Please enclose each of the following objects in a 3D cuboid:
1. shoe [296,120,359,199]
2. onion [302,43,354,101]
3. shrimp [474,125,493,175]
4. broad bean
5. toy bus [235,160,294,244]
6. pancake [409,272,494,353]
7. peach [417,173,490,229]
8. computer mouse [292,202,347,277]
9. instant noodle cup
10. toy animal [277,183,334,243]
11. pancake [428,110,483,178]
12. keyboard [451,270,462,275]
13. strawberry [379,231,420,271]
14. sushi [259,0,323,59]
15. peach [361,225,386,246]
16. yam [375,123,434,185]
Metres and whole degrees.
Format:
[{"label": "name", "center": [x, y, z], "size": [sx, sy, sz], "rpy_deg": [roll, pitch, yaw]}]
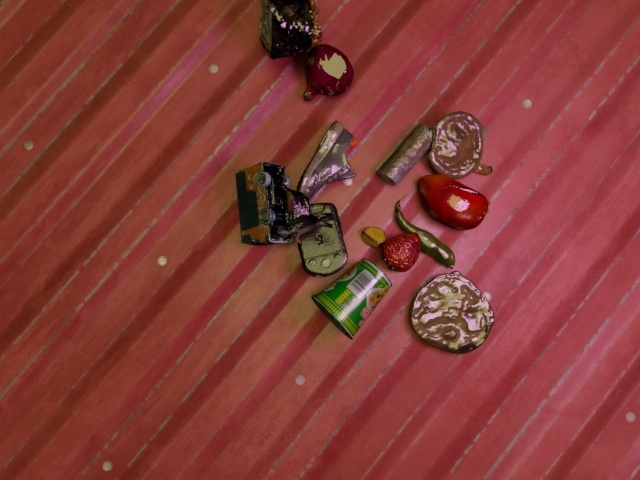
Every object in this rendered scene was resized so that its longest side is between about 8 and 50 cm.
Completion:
[{"label": "shoe", "center": [0.038, -0.252, 1.594], "size": [0.170, 0.132, 0.337], "rpy_deg": [29, 83, -8]}, {"label": "onion", "center": [0.007, -0.603, 1.613], "size": [0.195, 0.140, 0.218], "rpy_deg": [44, 90, -4]}, {"label": "shrimp", "center": [0.598, -0.329, 1.635], "size": [0.166, 0.049, 0.161], "rpy_deg": [41, 89, 1]}, {"label": "broad bean", "center": [0.378, -0.019, 1.605], "size": [0.098, 0.056, 0.318], "rpy_deg": [-37, 85, -2]}, {"label": "toy bus", "center": [-0.199, -0.119, 1.546], "size": [0.167, 0.138, 0.276], "rpy_deg": [-10, 85, 34]}, {"label": "pancake", "center": [0.470, 0.261, 1.571], "size": [0.293, 0.049, 0.295], "rpy_deg": [0, 85, 3]}, {"label": "peach", "center": [0.461, -0.138, 1.565], "size": [0.267, 0.154, 0.159], "rpy_deg": [33, 87, 1]}, {"label": "computer mouse", "center": [0.000, 0.000, 1.577], "size": [0.169, 0.100, 0.270], "rpy_deg": [-12, 79, -2]}, {"label": "instant noodle cup", "center": [0.116, 0.187, 1.526], "size": [0.232, 0.207, 0.207], "rpy_deg": [-44, 87, -10]}, {"label": "toy animal", "center": [-0.045, -0.070, 1.483], "size": [0.160, 0.197, 0.273], "rpy_deg": [-49, 55, 20]}, {"label": "pancake", "center": [0.491, -0.340, 1.582], "size": [0.222, 0.042, 0.236], "rpy_deg": [27, 95, -11]}, {"label": "keyboard", "center": [0.447, 0.235, 1.605], "size": [0.106, 0.016, 0.262], "rpy_deg": [41, 87, 3]}, {"label": "strawberry", "center": [0.291, 0.043, 1.561], "size": [0.148, 0.131, 0.131], "rpy_deg": [-28, 86, 19]}, {"label": "sushi", "center": [-0.118, -0.782, 1.577], "size": [0.207, 0.235, 0.349], "rpy_deg": [-5, 58, -12]}, {"label": "peach", "center": [0.191, -0.011, 1.604], "size": [0.083, 0.050, 0.078], "rpy_deg": [1, 62, -10]}, {"label": "yam", "center": [0.320, -0.315, 1.610], "size": [0.093, 0.093, 0.259], "rpy_deg": [41, 86, 2]}]
